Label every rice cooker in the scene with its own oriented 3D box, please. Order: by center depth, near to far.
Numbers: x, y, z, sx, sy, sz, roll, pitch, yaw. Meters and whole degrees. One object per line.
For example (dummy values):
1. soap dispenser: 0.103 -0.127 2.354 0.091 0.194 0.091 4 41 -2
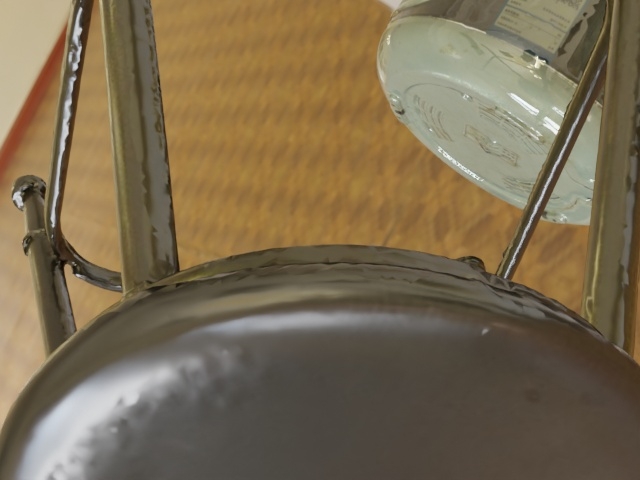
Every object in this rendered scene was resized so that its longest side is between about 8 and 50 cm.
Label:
1. rice cooker: 0.217 -0.184 1.142 0.277 0.288 0.288 -55 22 -10

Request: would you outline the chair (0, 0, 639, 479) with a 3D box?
1. chair: 0.000 0.000 0.715 0.410 0.364 0.362 -92 17 -49
